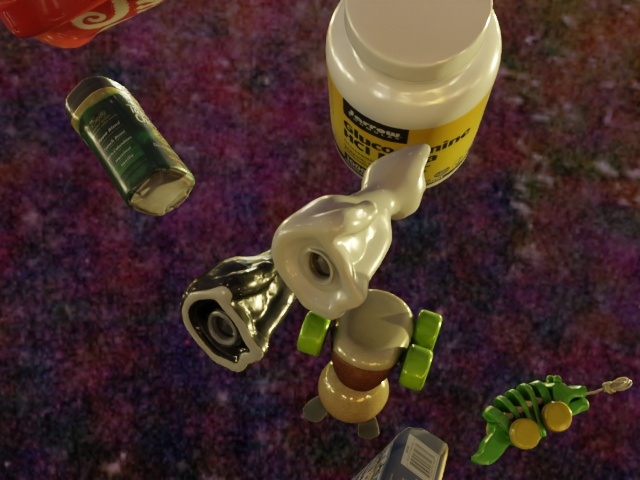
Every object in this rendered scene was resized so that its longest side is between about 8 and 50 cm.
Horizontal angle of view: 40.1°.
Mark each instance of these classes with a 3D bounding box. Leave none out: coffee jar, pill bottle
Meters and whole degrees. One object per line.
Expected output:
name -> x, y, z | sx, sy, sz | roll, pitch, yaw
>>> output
coffee jar -> -0.241, -0.121, 1.094 | 0.184, 0.079, 0.096 | 51, 11, 23
pill bottle -> 0.100, -0.188, 0.992 | 0.188, 0.188, 0.334 | 6, -14, 4

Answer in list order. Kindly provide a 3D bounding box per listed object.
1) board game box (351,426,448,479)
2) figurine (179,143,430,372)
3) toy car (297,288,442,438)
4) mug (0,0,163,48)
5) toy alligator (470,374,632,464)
board game box -> -0.009, 0.235, 0.584 | 0.060, 0.194, 0.194 | 37, 32, -4
figurine -> 0.000, 0.000, 0.809 | 0.215, 0.092, 0.209 | -32, 10, 39
toy car -> 0.047, 0.168, 1.096 | 0.155, 0.188, 0.149 | 18, 32, 7
mug -> -0.091, -0.168, 0.472 | 0.169, 0.150, 0.113 | -13, -23, 25
toy alligator -> 0.220, 0.157, 0.855 | 0.189, 0.051, 0.056 | -23, 0, -18
